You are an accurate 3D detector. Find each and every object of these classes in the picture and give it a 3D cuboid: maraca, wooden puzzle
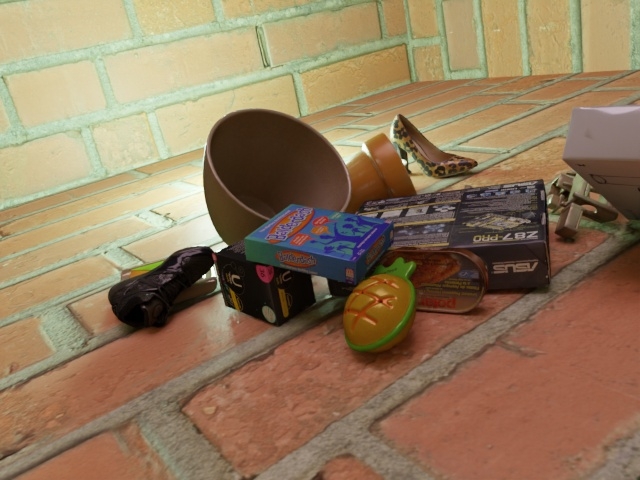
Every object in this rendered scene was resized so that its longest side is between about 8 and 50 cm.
[{"bbox_3d":[0.095,0.098,0.891,0.127,0.099,0.185,-20,32,32],"label":"maraca"},{"bbox_3d":[-0.350,0.082,1.284,0.221,0.044,0.238,-16,21,-10],"label":"wooden puzzle"}]

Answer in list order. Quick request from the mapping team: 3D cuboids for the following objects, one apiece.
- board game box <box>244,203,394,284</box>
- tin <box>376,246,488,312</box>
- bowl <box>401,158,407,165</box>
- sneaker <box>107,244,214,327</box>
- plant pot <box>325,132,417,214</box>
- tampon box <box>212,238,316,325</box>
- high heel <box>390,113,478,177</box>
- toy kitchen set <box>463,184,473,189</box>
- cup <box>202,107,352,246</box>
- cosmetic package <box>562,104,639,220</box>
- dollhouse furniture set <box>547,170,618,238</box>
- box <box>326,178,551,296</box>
[{"bbox_3d":[0.000,0.000,0.982,0.210,0.047,0.160,10,30,26],"label":"board game box"},{"bbox_3d":[0.184,0.064,0.950,0.190,0.106,0.040,2,12,30],"label":"tin"},{"bbox_3d":[0.165,-0.170,1.603,0.170,0.080,0.170,-10,21,4],"label":"bowl"},{"bbox_3d":[-0.299,0.098,1.125,0.227,0.087,0.130,-27,39,-15],"label":"sneaker"},{"bbox_3d":[0.113,-0.131,1.396,0.188,0.205,0.205,-27,20,4],"label":"plant pot"},{"bbox_3d":[-0.106,0.070,1.068,0.161,0.120,0.101,10,29,45],"label":"tampon box"},{"bbox_3d":[0.323,-0.281,1.653,0.261,0.186,0.093,4,26,36],"label":"high heel"},{"bbox_3d":[0.324,-0.080,1.307,0.075,0.083,0.068,13,73,49],"label":"toy kitchen set"},{"bbox_3d":[-0.127,-0.097,1.292,0.331,0.331,0.237,-32,-15,-42],"label":"cup"},{"bbox_3d":[0.598,-0.106,0.904,0.284,0.097,0.377,12,-5,45],"label":"cosmetic package"},{"bbox_3d":[0.533,-0.059,1.170,0.101,0.161,0.182,24,71,3],"label":"dollhouse furniture set"},{"bbox_3d":[0.238,-0.011,1.118,0.395,0.097,0.318,-5,20,22],"label":"box"}]
